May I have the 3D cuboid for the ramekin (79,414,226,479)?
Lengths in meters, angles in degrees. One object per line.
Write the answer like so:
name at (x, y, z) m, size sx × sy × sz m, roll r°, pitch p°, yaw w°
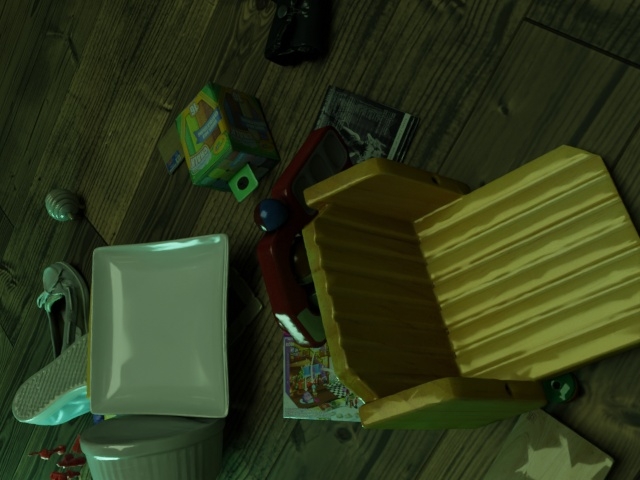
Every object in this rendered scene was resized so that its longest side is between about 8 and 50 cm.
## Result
ramekin at (-0.310, 0.408, 1.414) m, size 0.272 × 0.272 × 0.127 m, roll -5°, pitch 92°, yaw 42°

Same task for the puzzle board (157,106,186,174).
puzzle board at (-0.322, -0.226, 1.690) m, size 0.128 × 0.011 × 0.096 m, roll -46°, pitch 57°, yaw 29°

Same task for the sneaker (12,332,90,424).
sneaker at (-0.528, 0.313, 1.724) m, size 0.365 × 0.150 × 0.135 m, roll -28°, pitch 62°, yaw 10°

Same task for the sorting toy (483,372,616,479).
sorting toy at (0.304, 0.317, 0.991) m, size 0.132 × 0.046 × 0.275 m, roll 33°, pitch 98°, yaw 41°

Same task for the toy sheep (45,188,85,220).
toy sheep at (-0.670, -0.091, 1.935) m, size 0.132 × 0.091 × 0.091 m, roll 34°, pitch 106°, yaw 40°

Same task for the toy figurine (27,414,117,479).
toy figurine at (-0.434, 0.432, 1.575) m, size 0.362 × 0.191 × 0.217 m, roll 22°, pitch 93°, yaw 41°

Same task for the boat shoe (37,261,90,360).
boat shoe at (-0.644, 0.184, 1.856) m, size 0.118 × 0.103 × 0.320 m, roll -43°, pitch 57°, yaw 29°

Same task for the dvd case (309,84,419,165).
dvd case at (0.062, -0.173, 1.321) m, size 0.221 × 0.018 × 0.165 m, roll 30°, pitch 103°, yaw 42°

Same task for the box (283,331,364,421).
box at (0.058, 0.199, 1.238) m, size 0.293 × 0.057 × 0.201 m, roll -9°, pitch 78°, yaw 42°

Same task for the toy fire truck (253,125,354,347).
toy fire truck at (0.000, 0.000, 1.154) m, size 0.169 × 0.254 × 0.302 m, roll -9°, pitch 36°, yaw 42°

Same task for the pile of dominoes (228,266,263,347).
pile of dominoes at (-0.234, 0.152, 1.533) m, size 0.251 × 0.040 × 0.196 m, roll -49°, pitch 62°, yaw 19°

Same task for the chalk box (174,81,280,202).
chalk box at (-0.181, -0.181, 1.469) m, size 0.132 × 0.132 × 0.213 m, roll -38°, pitch 59°, yaw 32°

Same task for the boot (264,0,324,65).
boot at (-0.086, -0.452, 1.450) m, size 0.246 × 0.094 × 0.207 m, roll 9°, pitch 86°, yaw 37°

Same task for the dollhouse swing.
dollhouse swing at (0.207, 0.029, 0.960) m, size 0.305 × 0.315 × 0.347 m, roll -37°, pitch 54°, yaw 39°

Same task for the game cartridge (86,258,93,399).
game cartridge at (-0.368, 0.176, 1.555) m, size 0.285 × 0.052 × 0.324 m, roll -3°, pitch 81°, yaw 28°

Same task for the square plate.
square plate at (-0.315, 0.172, 1.471) m, size 0.347 × 0.049 × 0.344 m, roll -6°, pitch 81°, yaw 28°
